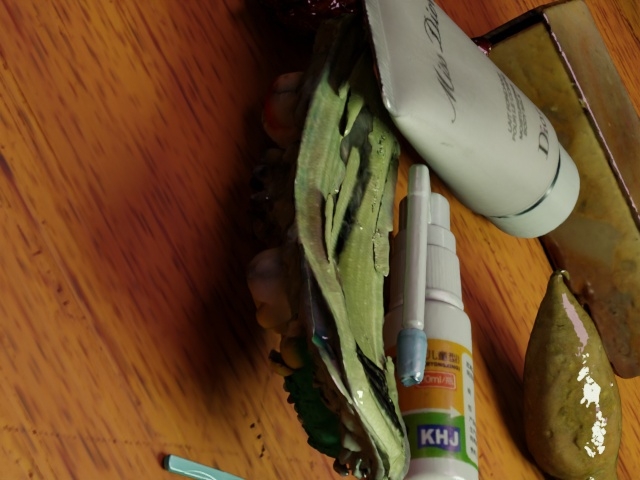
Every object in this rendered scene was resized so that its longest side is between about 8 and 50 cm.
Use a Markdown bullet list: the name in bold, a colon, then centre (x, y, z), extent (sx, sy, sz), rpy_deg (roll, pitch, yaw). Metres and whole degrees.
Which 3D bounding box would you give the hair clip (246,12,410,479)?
- **hair clip**: centre (-0.002, 0.001, 0.905), extent (0.321, 0.091, 0.138), rpy_deg (-87, 161, -44)

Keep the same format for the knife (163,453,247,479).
- **knife**: centre (-0.055, 0.139, 0.841), extent (0.091, 0.005, 0.014), rpy_deg (26, 50, -41)

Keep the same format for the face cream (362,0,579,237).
- **face cream**: centre (0.095, -0.089, 1.031), extent (0.314, 0.089, 0.143), rpy_deg (34, 41, -54)

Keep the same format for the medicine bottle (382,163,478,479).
- **medicine bottle**: centre (0.068, 0.060, 0.974), extent (0.092, 0.061, 0.221), rpy_deg (72, 16, -57)

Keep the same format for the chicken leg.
- **chicken leg**: centre (0.032, -0.159, 1.066), extent (0.219, 0.048, 0.089), rpy_deg (7, 28, -47)

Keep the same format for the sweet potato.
- **sweet potato**: centre (0.188, 0.150, 1.079), extent (0.075, 0.075, 0.269), rpy_deg (-19, 99, -53)

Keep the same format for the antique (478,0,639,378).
- **antique**: centre (0.225, -0.040, 1.210), extent (0.087, 0.093, 0.310), rpy_deg (-26, 90, -53)
